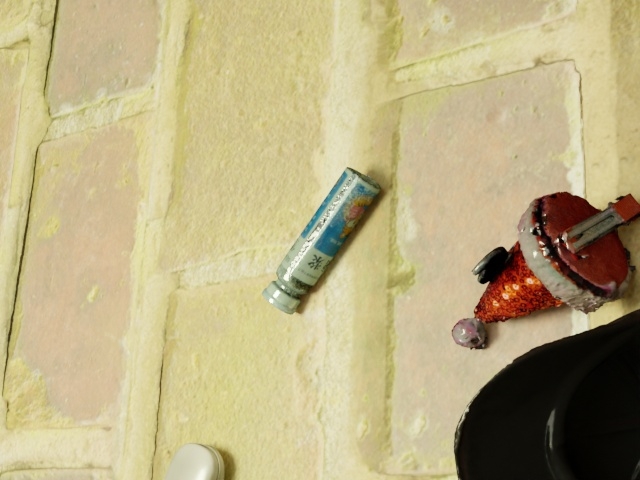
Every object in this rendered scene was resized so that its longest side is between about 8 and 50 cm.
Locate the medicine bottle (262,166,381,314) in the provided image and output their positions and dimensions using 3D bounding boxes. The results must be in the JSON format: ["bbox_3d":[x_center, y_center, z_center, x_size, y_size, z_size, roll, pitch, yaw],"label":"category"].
[{"bbox_3d":[0.000,0.000,1.407,0.191,0.051,0.051,-55,49,11],"label":"medicine bottle"}]

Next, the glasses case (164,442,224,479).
[{"bbox_3d":[-0.167,0.344,1.419,0.076,0.049,0.197,8,82,42],"label":"glasses case"}]

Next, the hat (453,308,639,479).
[{"bbox_3d":[0.254,0.169,1.011,0.209,0.336,0.238,163,103,-77],"label":"hat"}]

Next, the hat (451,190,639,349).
[{"bbox_3d":[0.214,0.040,1.195,0.227,0.129,0.140,-43,8,41],"label":"hat"}]
